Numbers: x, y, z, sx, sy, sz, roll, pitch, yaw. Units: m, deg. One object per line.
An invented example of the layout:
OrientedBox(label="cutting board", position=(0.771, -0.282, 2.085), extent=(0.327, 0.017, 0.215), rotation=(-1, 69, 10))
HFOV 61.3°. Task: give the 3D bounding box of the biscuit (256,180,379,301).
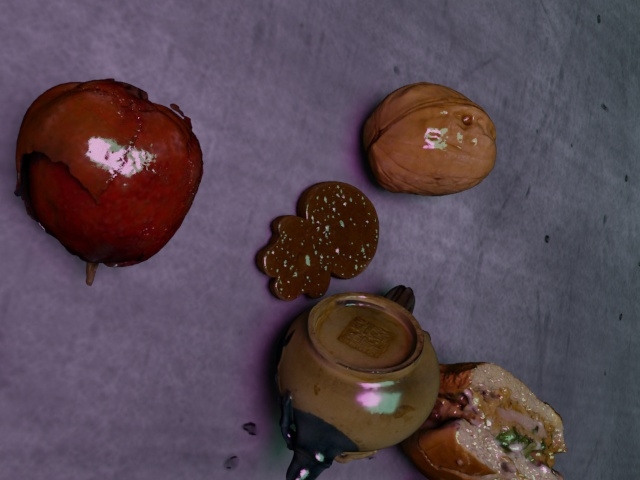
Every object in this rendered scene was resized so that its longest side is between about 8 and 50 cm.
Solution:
OrientedBox(label="biscuit", position=(0.000, 0.000, 0.639), extent=(0.175, 0.026, 0.124), rotation=(-34, 106, -31))

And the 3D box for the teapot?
OrientedBox(label="teapot", position=(0.042, 0.155, 0.600), extent=(0.269, 0.173, 0.182), rotation=(-43, 148, -50))

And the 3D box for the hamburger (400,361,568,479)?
OrientedBox(label="hamburger", position=(0.201, 0.260, 0.696), extent=(0.283, 0.157, 0.143), rotation=(38, 49, -34))

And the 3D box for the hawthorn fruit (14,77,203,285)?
OrientedBox(label="hawthorn fruit", position=(-0.178, -0.046, 0.454), extent=(0.148, 0.148, 0.171), rotation=(13, 100, -34))

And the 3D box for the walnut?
OrientedBox(label="walnut", position=(0.140, -0.125, 0.676), extent=(0.180, 0.144, 0.144), rotation=(7, 85, -26))
